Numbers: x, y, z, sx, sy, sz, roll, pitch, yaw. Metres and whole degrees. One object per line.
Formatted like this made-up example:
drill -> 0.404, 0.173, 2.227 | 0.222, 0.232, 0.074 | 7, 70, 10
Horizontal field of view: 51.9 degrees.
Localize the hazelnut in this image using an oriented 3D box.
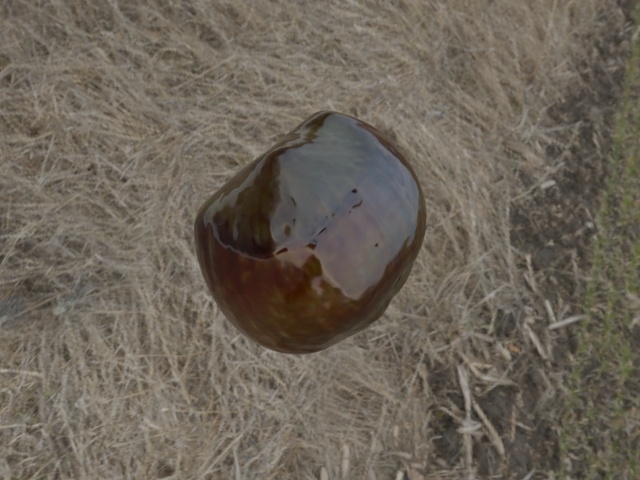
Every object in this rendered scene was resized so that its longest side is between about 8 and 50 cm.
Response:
hazelnut -> 0.000, 0.000, 0.634 | 0.234, 0.218, 0.218 | -37, 95, 0
